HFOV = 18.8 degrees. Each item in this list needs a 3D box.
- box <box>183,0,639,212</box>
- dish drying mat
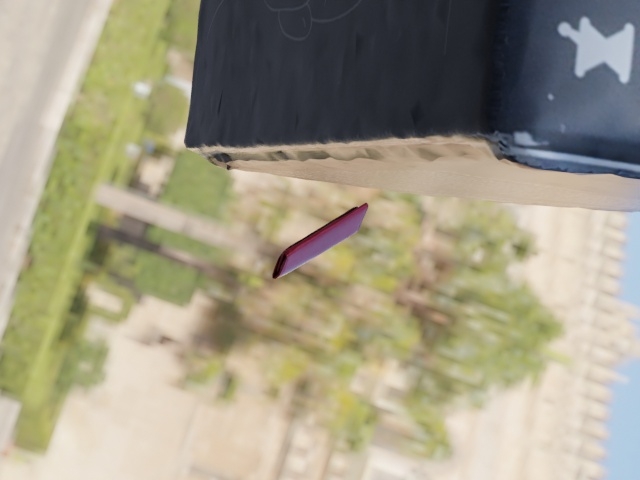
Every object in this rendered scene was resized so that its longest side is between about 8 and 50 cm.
[{"bbox_3d":[0.146,-0.255,0.894,0.472,0.297,0.480,-172,-92,-75],"label":"box"},{"bbox_3d":[0.000,0.000,1.349,0.083,0.008,0.032,-32,156,-36],"label":"dish drying mat"}]
